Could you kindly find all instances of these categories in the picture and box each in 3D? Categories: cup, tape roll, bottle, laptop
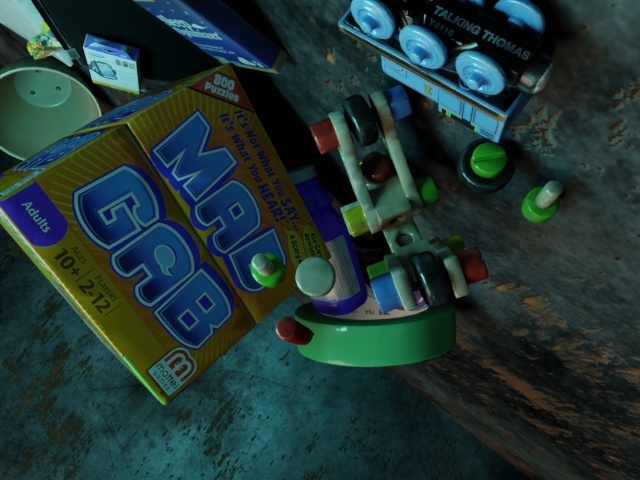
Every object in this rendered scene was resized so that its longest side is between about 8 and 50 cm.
[{"bbox_3d":[-0.873,-0.441,1.684,0.331,0.331,0.237,53,-173,-48],"label":"cup"},{"bbox_3d":[0.109,0.170,1.083,0.321,0.077,0.321,-3,-175,0],"label":"tape roll"},{"bbox_3d":[0.000,0.000,1.008,0.118,0.092,0.282,0,114,49],"label":"bottle"},{"bbox_3d":[-0.337,-0.440,0.796,0.382,0.236,0.408,114,132,-76],"label":"laptop"}]

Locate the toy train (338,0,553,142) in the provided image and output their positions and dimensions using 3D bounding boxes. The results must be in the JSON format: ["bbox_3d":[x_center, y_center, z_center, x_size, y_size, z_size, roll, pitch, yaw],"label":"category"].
[{"bbox_3d":[0.100,-0.161,0.442,0.184,0.080,0.105,34,172,16],"label":"toy train"}]

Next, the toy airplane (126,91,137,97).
[{"bbox_3d":[-0.456,-0.390,1.208,0.151,0.028,0.151,41,157,22],"label":"toy airplane"}]

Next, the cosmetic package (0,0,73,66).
[{"bbox_3d":[-0.705,-0.573,1.157,0.377,0.097,0.284,33,168,21],"label":"cosmetic package"}]

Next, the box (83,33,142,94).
[{"bbox_3d":[-0.341,-0.292,0.885,0.081,0.028,0.136,12,165,-14],"label":"box"}]

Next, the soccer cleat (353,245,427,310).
[{"bbox_3d":[0.137,0.072,1.113,0.143,0.116,0.331,17,178,-38],"label":"soccer cleat"}]

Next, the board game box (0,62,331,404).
[{"bbox_3d":[-0.278,-0.028,0.894,0.356,0.356,0.356,11,136,53],"label":"board game box"}]

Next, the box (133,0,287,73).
[{"bbox_3d":[-0.162,-0.285,0.666,0.136,0.036,0.225,26,179,43],"label":"box"}]

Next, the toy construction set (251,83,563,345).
[{"bbox_3d":[0.067,0.003,0.650,0.257,0.309,0.237,43,173,15],"label":"toy construction set"}]

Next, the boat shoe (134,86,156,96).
[{"bbox_3d":[-0.414,-0.331,1.279,0.184,0.066,0.063,20,144,60],"label":"boat shoe"}]

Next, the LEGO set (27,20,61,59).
[{"bbox_3d":[-0.490,-0.378,1.038,0.287,0.107,0.132,12,145,15],"label":"LEGO set"}]
